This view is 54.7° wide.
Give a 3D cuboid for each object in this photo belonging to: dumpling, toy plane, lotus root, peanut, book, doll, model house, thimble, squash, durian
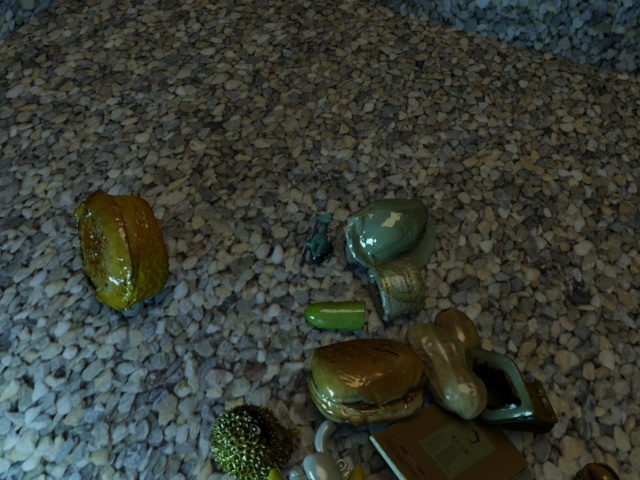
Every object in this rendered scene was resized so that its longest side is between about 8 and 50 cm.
[{"bbox_3d":[0.239,-0.036,2.046,0.321,0.211,0.269,-12,55,-1],"label":"dumpling"},{"bbox_3d":[0.000,0.000,2.097,0.096,0.060,0.235,7,53,18],"label":"toy plane"},{"bbox_3d":[0.414,0.299,1.845,0.125,0.118,0.220,-18,55,0],"label":"lotus root"},{"bbox_3d":[0.345,0.353,1.708,0.149,0.149,0.313,-12,47,-14],"label":"peanut"},{"bbox_3d":[0.339,0.546,1.601,0.389,0.032,0.269,-10,48,-40],"label":"book"},{"bbox_3d":[-0.001,0.614,1.554,0.237,0.111,0.252,-31,63,-12],"label":"doll"},{"bbox_3d":[0.545,0.419,1.720,0.239,0.173,0.267,22,40,-33],"label":"model house"},{"bbox_3d":[0.239,0.155,1.933,0.144,0.137,0.190,-10,63,-12],"label":"thimble"},{"bbox_3d":[0.043,0.228,1.891,0.188,0.095,0.095,1,50,3],"label":"squash"},{"bbox_3d":[-0.166,0.510,1.606,0.238,0.137,0.193,-13,53,-16],"label":"durian"}]

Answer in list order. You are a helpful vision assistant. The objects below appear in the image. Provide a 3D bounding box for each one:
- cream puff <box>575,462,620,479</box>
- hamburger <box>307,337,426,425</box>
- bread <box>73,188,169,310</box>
[{"bbox_3d":[0.718,0.642,1.590,0.133,0.104,0.119,48,30,21],"label":"cream puff"},{"bbox_3d":[0.116,0.369,1.679,0.305,0.174,0.284,-3,13,-18],"label":"hamburger"},{"bbox_3d":[-0.604,0.023,1.876,0.204,0.336,0.358,-8,49,-42],"label":"bread"}]
